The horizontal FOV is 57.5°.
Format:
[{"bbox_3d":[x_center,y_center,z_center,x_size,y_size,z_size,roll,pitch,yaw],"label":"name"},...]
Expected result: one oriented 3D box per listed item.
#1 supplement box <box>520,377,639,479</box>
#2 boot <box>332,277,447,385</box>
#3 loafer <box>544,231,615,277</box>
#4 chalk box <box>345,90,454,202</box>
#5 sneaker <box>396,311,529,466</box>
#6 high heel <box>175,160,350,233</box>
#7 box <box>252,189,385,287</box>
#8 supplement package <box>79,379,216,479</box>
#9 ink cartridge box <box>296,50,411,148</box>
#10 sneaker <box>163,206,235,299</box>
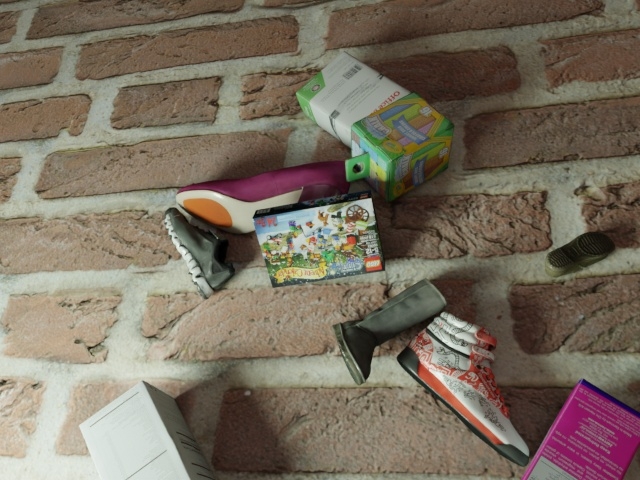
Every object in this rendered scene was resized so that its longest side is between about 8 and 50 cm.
[{"bbox_3d":[0.376,0.337,0.864,0.114,0.111,0.220,32,60,27],"label":"supplement box"},{"bbox_3d":[0.131,0.157,1.043,0.208,0.076,0.190,-20,25,-1],"label":"boot"},{"bbox_3d":[0.471,0.027,1.074,0.148,0.050,0.056,-16,62,-13],"label":"loafer"},{"bbox_3d":[0.147,-0.182,1.198,0.213,0.132,0.132,-31,59,-16],"label":"chalk box"},{"bbox_3d":[0.271,0.235,0.985,0.145,0.090,0.270,-45,58,-9],"label":"sneaker"},{"bbox_3d":[-0.123,-0.110,1.276,0.377,0.127,0.181,9,49,16],"label":"high heel"},{"bbox_3d":[0.000,0.000,1.144,0.233,0.159,0.044,-10,25,9],"label":"box"},{"bbox_3d":[-0.287,0.394,1.012,0.139,0.134,0.244,-35,59,-6],"label":"supplement package"},{"bbox_3d":[0.080,-0.308,1.327,0.160,0.093,0.219,-43,61,-10],"label":"ink cartridge box"},{"bbox_3d":[-0.253,0.010,1.251,0.106,0.078,0.234,-30,63,-7],"label":"sneaker"}]
